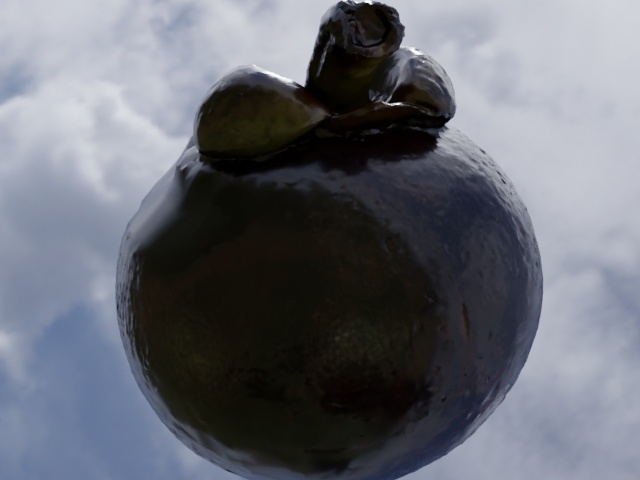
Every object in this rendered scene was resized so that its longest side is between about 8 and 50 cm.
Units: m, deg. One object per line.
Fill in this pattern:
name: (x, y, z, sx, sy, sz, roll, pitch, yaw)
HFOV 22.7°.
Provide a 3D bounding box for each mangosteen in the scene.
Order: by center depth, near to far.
mangosteen: (-0.003, 0.018, 1.057, 0.297, 0.297, 0.293, -19, -61, 38)
